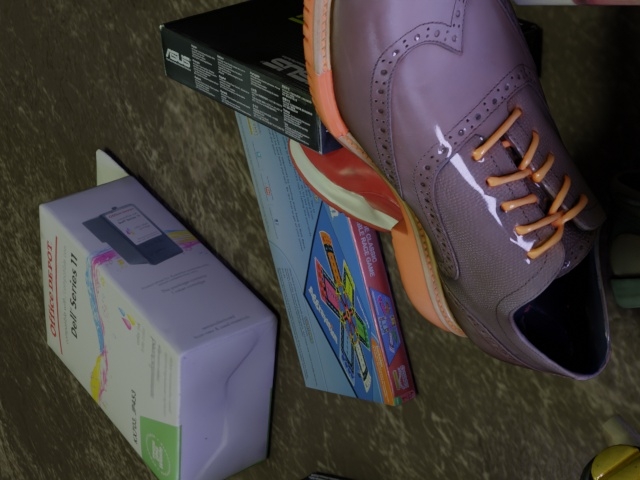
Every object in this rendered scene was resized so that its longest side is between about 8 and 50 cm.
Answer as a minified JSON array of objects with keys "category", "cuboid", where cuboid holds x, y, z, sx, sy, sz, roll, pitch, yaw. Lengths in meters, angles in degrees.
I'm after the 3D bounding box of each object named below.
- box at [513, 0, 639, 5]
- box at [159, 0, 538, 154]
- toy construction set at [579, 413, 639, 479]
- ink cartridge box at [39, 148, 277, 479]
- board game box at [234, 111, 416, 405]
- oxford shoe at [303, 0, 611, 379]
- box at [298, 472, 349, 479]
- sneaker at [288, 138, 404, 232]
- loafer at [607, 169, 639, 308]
[{"category":"box","cuboid":[0.202,-0.194,0.640,0.232,0.127,0.148,13,119,54]},{"category":"box","cuboid":[0.017,-0.128,0.913,0.191,0.184,0.045,32,131,47]},{"category":"toy construction set","cuboid":[0.170,0.232,0.920,0.257,0.237,0.309,51,174,-18]},{"category":"ink cartridge box","cuboid":[-0.196,0.077,1.430,0.353,0.119,0.207,41,139,38]},{"category":"board game box","cuboid":[0.000,0.000,1.168,0.145,0.027,0.281,3,110,58]},{"category":"oxford shoe","cuboid":[0.098,-0.052,0.753,0.133,0.130,0.363,35,163,39]},{"category":"box","cuboid":[0.012,0.363,1.249,0.163,0.142,0.247,-3,105,58]},{"category":"sneaker","cuboid":[0.075,-0.063,0.980,0.221,0.087,0.128,37,129,24]},{"category":"loafer","cuboid":[0.241,-0.017,0.720,0.267,0.096,0.084,-18,86,61]}]
